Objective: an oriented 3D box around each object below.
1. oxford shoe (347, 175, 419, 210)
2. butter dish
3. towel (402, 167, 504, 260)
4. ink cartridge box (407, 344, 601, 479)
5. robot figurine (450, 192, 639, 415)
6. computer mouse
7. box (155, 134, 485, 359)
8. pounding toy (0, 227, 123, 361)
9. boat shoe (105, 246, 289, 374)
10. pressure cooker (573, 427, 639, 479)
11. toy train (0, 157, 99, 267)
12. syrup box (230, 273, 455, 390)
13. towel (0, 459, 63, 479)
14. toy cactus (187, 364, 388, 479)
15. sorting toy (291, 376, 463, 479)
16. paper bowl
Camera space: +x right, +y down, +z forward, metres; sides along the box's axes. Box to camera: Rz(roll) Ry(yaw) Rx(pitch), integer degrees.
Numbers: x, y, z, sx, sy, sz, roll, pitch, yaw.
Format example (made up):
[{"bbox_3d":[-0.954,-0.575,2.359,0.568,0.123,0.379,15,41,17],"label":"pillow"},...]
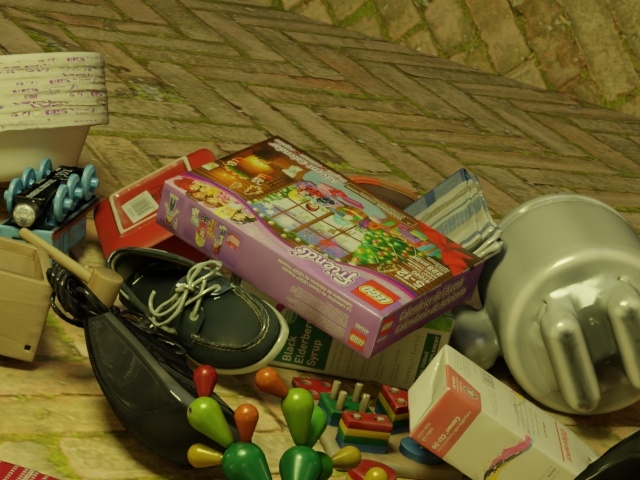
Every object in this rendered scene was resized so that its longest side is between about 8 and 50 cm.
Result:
[{"bbox_3d":[0.016,-0.017,2.359,0.271,0.097,0.098,-3,36,-26],"label":"oxford shoe"},{"bbox_3d":[-0.166,-0.008,2.140,0.160,0.118,0.160,-27,30,0],"label":"butter dish"},{"bbox_3d":[0.116,0.013,2.207,0.034,0.209,0.285,53,9,-15],"label":"towel"},{"bbox_3d":[0.181,0.196,1.786,0.198,0.067,0.115,35,16,-8],"label":"ink cartridge box"},{"bbox_3d":[0.286,0.067,2.106,0.300,0.200,0.353,-15,20,2],"label":"robot figurine"},{"bbox_3d":[-0.158,0.138,1.728,0.188,0.072,0.272,38,2,-39],"label":"computer mouse"},{"bbox_3d":[0.000,0.000,1.974,0.293,0.057,0.201,32,34,24],"label":"box"},{"bbox_3d":[-0.308,0.054,1.871,0.206,0.094,0.181,16,13,-18],"label":"pounding toy"},{"bbox_3d":[-0.131,0.062,1.912,0.254,0.095,0.079,28,-18,49],"label":"boat shoe"},{"bbox_3d":[0.391,0.267,1.299,0.375,0.370,0.420,31,28,34],"label":"pressure cooker"},{"bbox_3d":[-0.303,-0.027,2.089,0.080,0.105,0.184,9,17,9],"label":"toy train"},{"bbox_3d":[0.014,0.087,2.005,0.236,0.093,0.096,11,18,-10],"label":"syrup box"},{"bbox_3d":[-0.306,0.211,1.485,0.274,0.031,0.199,17,16,4],"label":"towel"},{"bbox_3d":[-0.030,0.212,1.577,0.219,0.112,0.180,39,37,-26],"label":"toy cactus"},{"bbox_3d":[0.062,0.179,1.842,0.132,0.046,0.274,9,18,-18],"label":"sorting toy"},{"bbox_3d":[-0.393,-0.142,2.214,0.284,0.148,0.284,-4,3,0],"label":"paper bowl"}]
